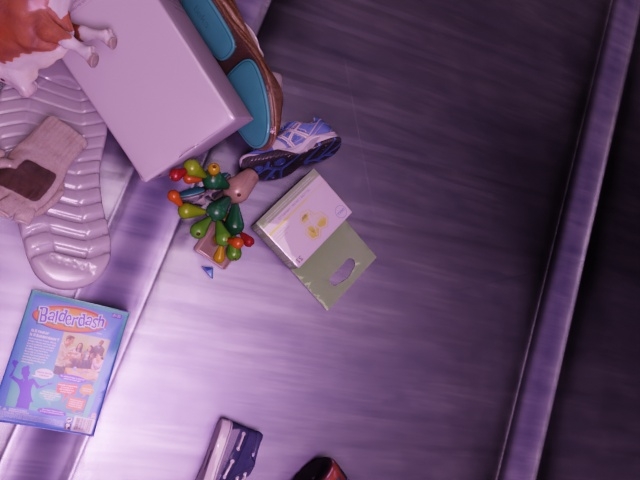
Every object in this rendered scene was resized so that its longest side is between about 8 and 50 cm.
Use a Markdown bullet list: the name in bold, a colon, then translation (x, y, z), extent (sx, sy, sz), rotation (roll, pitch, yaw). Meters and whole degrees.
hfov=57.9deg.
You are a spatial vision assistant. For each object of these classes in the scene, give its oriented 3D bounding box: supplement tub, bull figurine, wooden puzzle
- **supplement tub**: translation (0.036, 0.513, 1.081), extent (0.106, 0.106, 0.197), rotation (-37, 98, -23)
- **bull figurine**: translation (-0.393, -0.351, 0.842), extent (0.189, 0.101, 0.310), rotation (15, 108, 1)
- **wooden puzzle**: translation (-0.192, 0.009, 1.095), extent (0.079, 0.014, 0.116), rotation (41, 70, -9)

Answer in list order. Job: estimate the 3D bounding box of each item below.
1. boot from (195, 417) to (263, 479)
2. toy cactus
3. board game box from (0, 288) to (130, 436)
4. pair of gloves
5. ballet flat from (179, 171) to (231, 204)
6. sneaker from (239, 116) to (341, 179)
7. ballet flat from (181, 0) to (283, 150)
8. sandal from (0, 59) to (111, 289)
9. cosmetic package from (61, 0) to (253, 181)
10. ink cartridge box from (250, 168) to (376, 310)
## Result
- **boot**: translation (-0.168, 0.420, 1.022), extent (0.086, 0.069, 0.189), rotation (25, 73, -16)
- **toy cactus**: translation (-0.169, -0.071, 1.038), extent (0.180, 0.112, 0.218), rotation (-53, 124, -37)
- **board game box**: translation (-0.423, 0.200, 0.951), extent (0.160, 0.047, 0.210), rotation (18, 77, -20)
- **pair of gloves**: translation (-0.484, -0.133, 0.835), extent (0.240, 0.042, 0.204), rotation (28, 47, -23)
- **ballet flat**: translation (-0.214, -0.089, 1.084), extent (0.114, 0.041, 0.041), rotation (-28, 95, -22)
- **sneaker**: translation (-0.067, -0.183, 1.148), extent (0.211, 0.080, 0.081), rotation (-20, 66, -22)
- **ballet flat**: translation (-0.144, -0.335, 1.108), extent (0.124, 0.116, 0.342), rotation (-24, 84, -54)
- **sandal**: translation (-0.442, -0.112, 0.948), extent (0.170, 0.102, 0.415), rotation (2, 67, -32)
- **cosmetic package**: translation (-0.300, -0.306, 0.969), extent (0.197, 0.155, 0.365), rotation (-30, 99, 11)
- **ink cartridge box**: translation (0.000, 0.000, 1.157), extent (0.235, 0.056, 0.171), rotation (48, 68, -9)
